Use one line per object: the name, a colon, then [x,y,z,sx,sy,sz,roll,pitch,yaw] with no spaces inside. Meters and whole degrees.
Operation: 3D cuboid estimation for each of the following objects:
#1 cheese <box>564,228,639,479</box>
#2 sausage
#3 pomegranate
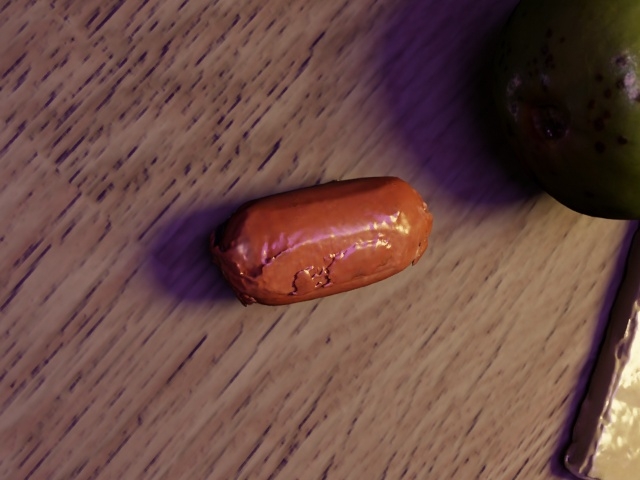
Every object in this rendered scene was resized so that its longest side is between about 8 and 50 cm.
cheese: [0.275,-0.009,0.788,0.085,0.034,0.400,25,80,-17]
sausage: [0.000,0.000,0.668,0.141,0.076,0.076,-13,92,-21]
pomegranate: [0.225,-0.111,0.706,0.224,0.181,0.182,-17,94,-30]
